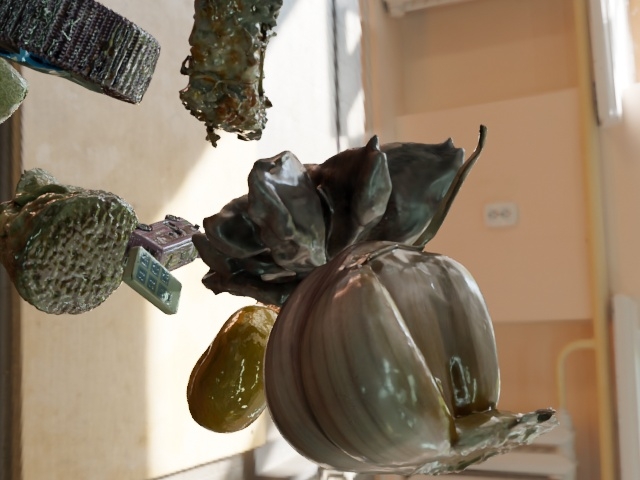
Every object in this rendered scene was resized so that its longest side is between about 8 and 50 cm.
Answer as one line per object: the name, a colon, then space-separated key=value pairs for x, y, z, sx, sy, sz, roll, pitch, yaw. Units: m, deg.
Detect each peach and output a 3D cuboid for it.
peach: x=-0.105 y=0.166 z=1.029 sx=0.103 sy=0.179 sz=0.179 roll=28 pitch=48 yaw=-8

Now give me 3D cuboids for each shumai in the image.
shumai: x=-0.738 y=-0.002 z=2.165 sx=0.395 sy=0.348 sz=0.395 roll=-36 pitch=134 yaw=-47

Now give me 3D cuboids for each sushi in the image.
sushi: x=-0.153 y=-0.368 z=1.467 sx=0.417 sy=0.175 sz=0.418 roll=-172 pitch=-90 yaw=-82

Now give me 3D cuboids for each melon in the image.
melon: x=-0.694 y=-0.333 z=1.705 sx=0.139 sy=0.093 sz=0.203 roll=-13 pitch=107 yaw=-39

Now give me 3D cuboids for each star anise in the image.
star anise: x=0.000 y=0.000 z=0.780 sx=0.359 sy=0.315 sz=0.139 roll=21 pitch=55 yaw=-72

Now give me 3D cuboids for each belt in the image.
belt: x=-0.364 y=-0.282 z=1.017 sx=0.324 sy=0.260 sz=0.122 roll=22 pitch=91 yaw=-25

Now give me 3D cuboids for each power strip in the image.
power strip: x=-0.172 y=0.043 z=0.823 sx=0.090 sy=0.016 sz=0.040 roll=51 pitch=36 yaw=-48

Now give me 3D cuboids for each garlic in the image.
garlic: x=0.088 y=0.067 z=0.555 sx=0.257 sy=0.207 sz=0.207 roll=-50 pitch=148 yaw=3

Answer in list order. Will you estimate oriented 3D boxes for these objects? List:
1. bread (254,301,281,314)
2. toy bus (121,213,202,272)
bread: x=-0.016 y=0.078 z=1.551 sx=0.305 sy=0.142 sz=0.091 roll=-52 pitch=122 yaw=-36
toy bus: x=-0.340 y=0.013 z=1.750 sx=0.199 sy=0.108 sz=0.096 roll=-27 pitch=142 yaw=-64
